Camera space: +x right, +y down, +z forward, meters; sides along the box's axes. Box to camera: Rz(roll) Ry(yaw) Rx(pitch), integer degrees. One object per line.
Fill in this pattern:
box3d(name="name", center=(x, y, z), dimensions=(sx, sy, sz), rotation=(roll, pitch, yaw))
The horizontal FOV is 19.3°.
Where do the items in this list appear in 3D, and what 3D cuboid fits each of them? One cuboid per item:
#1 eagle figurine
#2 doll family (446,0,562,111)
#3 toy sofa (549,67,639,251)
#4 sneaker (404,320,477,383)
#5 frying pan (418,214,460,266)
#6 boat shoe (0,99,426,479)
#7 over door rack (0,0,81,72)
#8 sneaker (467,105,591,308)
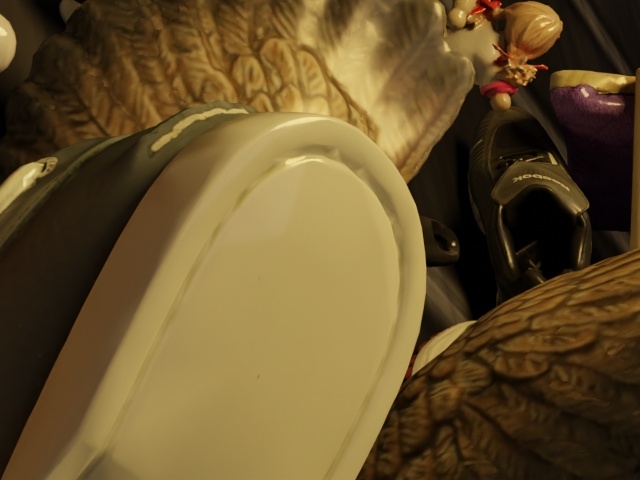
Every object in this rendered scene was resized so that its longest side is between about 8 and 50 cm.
box3d(name="eagle figurine", center=(-0.007, 0.068, 0.541), dimensions=(0.225, 0.226, 0.298), rotation=(-89, -164, -72))
box3d(name="doll family", center=(0.078, -0.201, 1.222), dimensions=(0.118, 0.163, 0.263), rotation=(49, 26, -40))
box3d(name="toy sofa", center=(0.262, -0.004, 1.416), dimensions=(0.362, 0.177, 0.150), rotation=(61, 32, -73))
box3d(name="sneaker", center=(0.100, 0.109, 1.039), dimensions=(0.088, 0.092, 0.225), rotation=(60, 20, -19))
box3d(name="frying pan", center=(-0.014, -0.026, 0.960), dimensions=(0.197, 0.053, 0.326), rotation=(63, 18, -9))
box3d(name="boat shoe", center=(-0.095, 0.101, 0.411), dimensions=(0.319, 0.099, 0.116), rotation=(-56, 131, -20))
box3d(name="over door rack", center=(-0.127, -0.108, 0.680), dimensions=(0.324, 0.108, 0.240), rotation=(45, 29, -46))
box3d(name="sneaker", center=(0.146, -0.021, 1.279), dimensions=(0.106, 0.078, 0.234), rotation=(89, -2, -49))
